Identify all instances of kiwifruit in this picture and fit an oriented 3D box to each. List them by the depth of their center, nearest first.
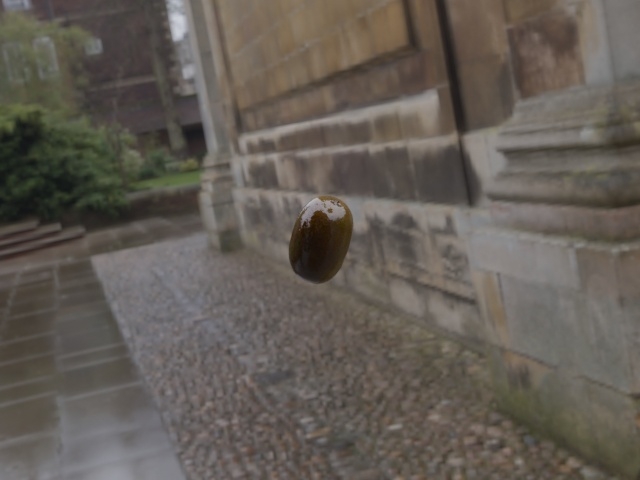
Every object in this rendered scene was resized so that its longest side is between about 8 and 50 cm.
[{"bbox_3d":[0.000,0.000,1.274,0.075,0.124,0.075,14,36,-11],"label":"kiwifruit"}]
